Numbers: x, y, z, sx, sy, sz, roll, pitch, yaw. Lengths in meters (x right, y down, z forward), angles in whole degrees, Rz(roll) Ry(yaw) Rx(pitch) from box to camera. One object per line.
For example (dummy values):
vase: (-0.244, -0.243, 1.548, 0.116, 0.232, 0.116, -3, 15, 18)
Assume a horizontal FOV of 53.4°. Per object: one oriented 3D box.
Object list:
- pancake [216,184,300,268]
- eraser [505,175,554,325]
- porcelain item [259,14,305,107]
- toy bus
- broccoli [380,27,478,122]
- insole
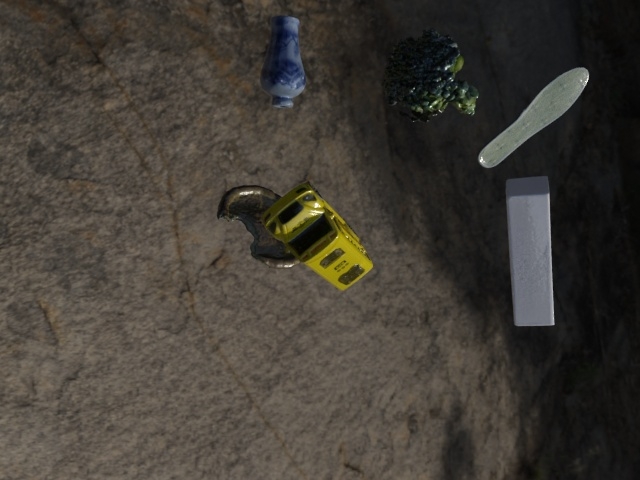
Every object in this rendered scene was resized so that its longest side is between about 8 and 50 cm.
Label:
pancake: (-0.162, -0.045, 1.840, 0.286, 0.033, 0.288, 13, 49, -28)
eraser: (0.409, 0.026, 1.240, 0.076, 0.078, 0.298, -65, 147, -55)
porcelain item: (-0.111, -0.528, 1.896, 0.141, 0.141, 0.259, -2, 95, -49)
toy bus: (0.000, 0.000, 1.510, 0.152, 0.144, 0.330, 56, 8, 32)
broccoli: (0.272, -0.353, 1.365, 0.275, 0.198, 0.177, -16, 135, -44)
insole: (0.509, -0.291, 1.530, 0.109, 0.322, 0.007, 33, 24, -36)
